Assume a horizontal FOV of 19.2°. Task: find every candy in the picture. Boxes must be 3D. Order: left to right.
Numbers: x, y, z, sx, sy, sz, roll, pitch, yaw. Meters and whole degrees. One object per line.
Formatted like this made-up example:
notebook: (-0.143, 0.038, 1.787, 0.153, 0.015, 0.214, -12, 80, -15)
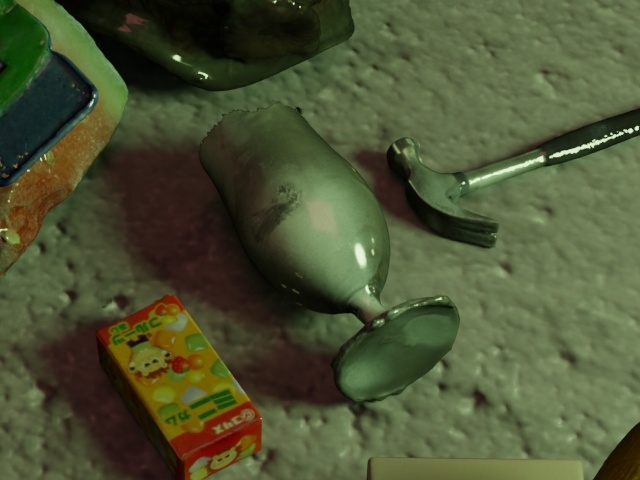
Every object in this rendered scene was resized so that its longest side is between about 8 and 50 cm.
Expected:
candy: (-0.094, 0.098, 1.246, 0.062, 0.038, 0.122, -25, 56, -21)

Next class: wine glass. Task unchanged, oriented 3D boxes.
wine glass: (0.000, 0.000, 1.289, 0.103, 0.103, 0.222, -23, 54, -19)

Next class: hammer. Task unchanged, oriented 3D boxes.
hammer: (0.179, -0.063, 1.398, 0.246, 0.029, 0.103, -18, 53, -18)

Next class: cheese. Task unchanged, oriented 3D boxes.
cheese: (-0.274, -0.163, 1.286, 0.204, 0.083, 0.320, -43, 63, -5)

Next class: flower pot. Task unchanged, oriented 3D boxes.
flower pot: (-0.088, -0.260, 1.408, 0.302, 0.213, 0.302, 7, 45, -7)

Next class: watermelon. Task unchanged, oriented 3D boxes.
watermelon: (-0.264, -0.073, 1.347, 0.193, 0.140, 0.257, 8, 58, 15)

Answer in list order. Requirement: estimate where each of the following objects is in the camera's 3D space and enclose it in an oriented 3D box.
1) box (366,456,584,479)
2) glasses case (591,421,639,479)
box: (0.095, 0.227, 1.133, 0.141, 0.058, 0.201, 0, 50, -2)
glasses case: (0.290, 0.255, 1.030, 0.371, 0.173, 0.141, 35, 54, 10)
